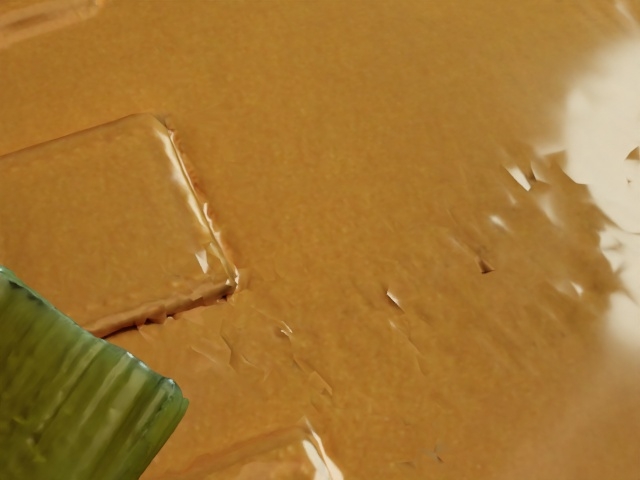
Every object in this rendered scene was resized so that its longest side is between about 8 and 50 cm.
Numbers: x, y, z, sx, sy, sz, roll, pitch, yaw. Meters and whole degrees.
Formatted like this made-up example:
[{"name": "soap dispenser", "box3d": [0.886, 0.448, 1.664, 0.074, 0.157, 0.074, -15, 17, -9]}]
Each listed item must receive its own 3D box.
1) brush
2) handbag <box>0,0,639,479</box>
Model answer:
[{"name": "brush", "box3d": [-0.149, 0.159, 0.437, 0.085, 0.020, 0.336, 31, 81, 25]}, {"name": "handbag", "box3d": [0.000, 0.000, 0.577, 0.303, 0.116, 0.410, -19, 63, -15]}]
